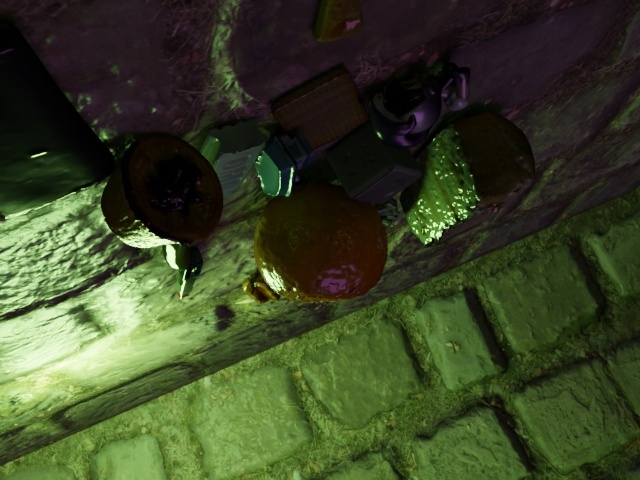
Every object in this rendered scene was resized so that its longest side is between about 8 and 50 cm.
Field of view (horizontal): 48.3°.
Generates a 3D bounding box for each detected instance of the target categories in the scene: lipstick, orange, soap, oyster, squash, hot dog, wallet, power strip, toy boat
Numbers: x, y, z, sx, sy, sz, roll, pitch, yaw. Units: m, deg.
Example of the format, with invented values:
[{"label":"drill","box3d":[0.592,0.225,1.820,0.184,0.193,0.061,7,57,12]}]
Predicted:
[{"label":"lipstick","box3d":[-0.375,0.105,1.998,0.051,0.051,0.312,-19,163,-23]},{"label":"orange","box3d":[0.000,0.000,1.778,0.341,0.293,0.340,-2,-174,0]},{"label":"soap","box3d":[-0.192,-0.155,1.430,0.115,0.063,0.198,-23,165,-33]},{"label":"oyster","box3d":[0.128,-0.093,2.047,0.199,0.112,0.267,-4,172,4]},{"label":"squash","box3d":[-0.348,0.012,1.728,0.069,0.069,0.258,-20,160,-17]},{"label":"hot dog","box3d":[-0.197,0.157,2.378,0.100,0.068,0.249,-13,162,4]},{"label":"wallet","box3d":[-0.470,-0.155,1.060,0.229,0.062,0.406,-24,163,-6]},{"label":"power strip","box3d":[0.145,-0.179,1.715,0.140,0.139,0.224,-37,161,26]},{"label":"toy boat","box3d":[-0.076,-0.157,1.522,0.098,0.109,0.238,-32,173,-15]}]

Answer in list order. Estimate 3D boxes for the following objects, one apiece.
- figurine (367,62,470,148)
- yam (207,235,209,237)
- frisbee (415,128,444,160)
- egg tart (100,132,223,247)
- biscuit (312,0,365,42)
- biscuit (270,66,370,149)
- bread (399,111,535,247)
[{"label":"figurine","box3d":[0.206,-0.283,1.509,0.222,0.145,0.145,-23,163,-10]},{"label":"yam","box3d":[-0.309,-0.019,1.781,0.014,0.014,0.107,-30,163,17]},{"label":"frisbee","box3d":[0.315,-0.257,1.947,0.211,0.012,0.187,-22,162,-11]},{"label":"egg tart","box3d":[-0.295,-0.077,1.315,0.215,0.215,0.171,-7,167,-46]},{"label":"biscuit","box3d":[0.073,-0.394,1.145,0.174,0.038,0.183,-21,163,-21]},{"label":"biscuit","box3d":[0.005,-0.262,1.462,0.172,0.029,0.254,-27,163,6]},{"label":"bread","box3d":[0.409,-0.160,1.939,0.264,0.239,0.395,-18,163,-23]}]
